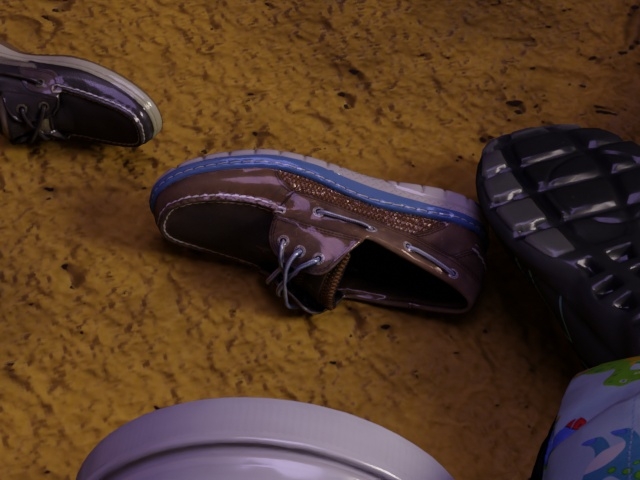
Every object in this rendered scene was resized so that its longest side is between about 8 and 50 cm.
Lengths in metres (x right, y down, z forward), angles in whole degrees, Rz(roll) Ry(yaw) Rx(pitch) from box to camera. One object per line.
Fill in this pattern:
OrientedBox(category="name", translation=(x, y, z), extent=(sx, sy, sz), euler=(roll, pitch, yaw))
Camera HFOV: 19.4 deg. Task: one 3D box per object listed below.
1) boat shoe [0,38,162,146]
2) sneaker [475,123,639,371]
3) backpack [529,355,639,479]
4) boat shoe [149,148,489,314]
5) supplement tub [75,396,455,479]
OrientedBox(category="boat shoe", translation=(-0.162, -0.075, 1.037), extent=(0.152, 0.056, 0.049), euler=(16, 52, 18))
OrientedBox(category="sneaker", translation=(0.152, 0.039, 0.955), extent=(0.101, 0.106, 0.267), euler=(-15, 41, -14))
OrientedBox(category="backpack", translation=(0.176, 0.180, 0.686), extent=(0.273, 0.290, 0.355), euler=(-23, 20, 5))
OrientedBox(category="boat shoe", translation=(0.000, 0.000, 0.983), extent=(0.183, 0.066, 0.066), euler=(6, 49, -4))
OrientedBox(category="supplement tub", translation=(-0.031, 0.214, 0.678), extent=(0.191, 0.191, 0.272), euler=(9, 47, -1))
